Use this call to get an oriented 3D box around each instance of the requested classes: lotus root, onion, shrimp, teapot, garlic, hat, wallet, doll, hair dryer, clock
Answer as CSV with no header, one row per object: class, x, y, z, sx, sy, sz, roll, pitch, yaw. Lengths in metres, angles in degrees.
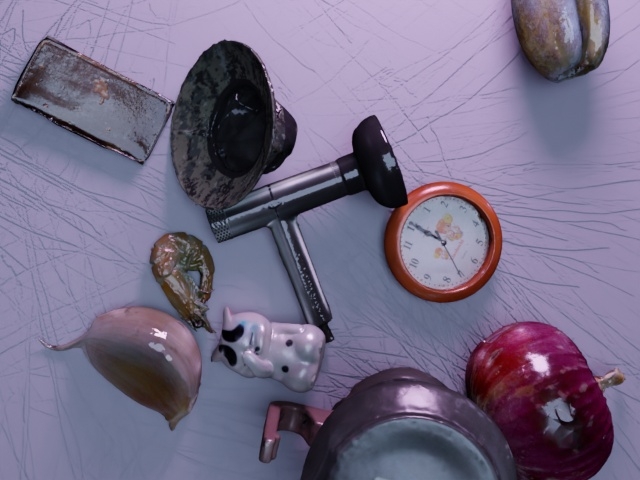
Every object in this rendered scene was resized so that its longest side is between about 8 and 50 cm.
lotus root,0.387,-0.424,1.578,0.158,0.140,0.322,-8,87,-27
onion,0.363,0.265,1.548,0.256,0.230,0.272,43,91,-8
shrimp,-0.211,0.070,1.538,0.099,0.041,0.180,-26,95,-23
teapot,0.092,0.333,1.435,0.375,0.362,0.306,13,93,1
garlic,-0.299,0.168,1.501,0.266,0.128,0.148,32,74,1
hat,-0.114,-0.171,1.490,0.128,0.265,0.266,9,90,-43
wallet,-0.360,-0.220,1.503,0.232,0.031,0.122,27,83,-12
doll,-0.079,0.176,1.520,0.180,0.107,0.110,14,93,-6
hair dryer,0.013,-0.011,1.562,0.320,0.156,0.284,-29,117,5
clock,0.207,0.003,1.598,0.205,0.051,0.205,0,93,-9
